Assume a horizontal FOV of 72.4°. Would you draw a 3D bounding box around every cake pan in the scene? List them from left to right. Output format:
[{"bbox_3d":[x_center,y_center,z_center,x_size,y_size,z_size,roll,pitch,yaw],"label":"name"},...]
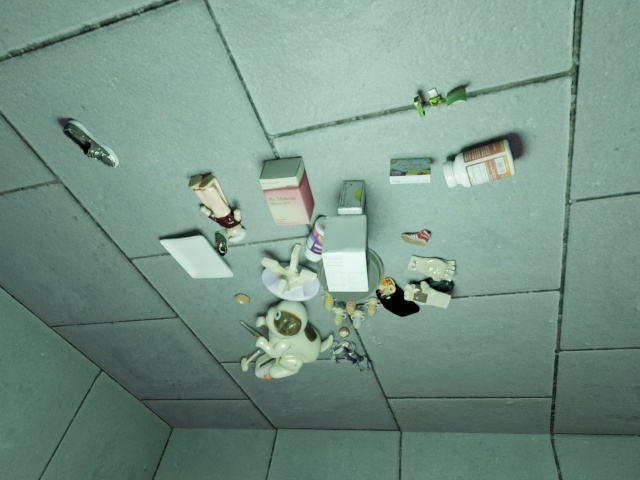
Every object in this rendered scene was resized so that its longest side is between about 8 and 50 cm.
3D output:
[{"bbox_3d":[0.130,0.154,1.944,0.292,0.054,0.294,2,115,4],"label":"cake pan"}]

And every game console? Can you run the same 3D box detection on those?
[{"bbox_3d":[0.451,0.255,2.054,0.361,0.044,0.213,-25,126,32],"label":"game console"}]

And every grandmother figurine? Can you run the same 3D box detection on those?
[{"bbox_3d":[-0.407,-0.119,1.829,0.207,0.104,0.342,17,146,36],"label":"grandmother figurine"}]

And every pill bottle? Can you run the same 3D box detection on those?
[{"bbox_3d":[0.000,0.000,1.846,0.108,0.108,0.194,20,135,-8],"label":"pill bottle"},{"bbox_3d":[0.533,-0.251,1.476,0.216,0.121,0.121,-14,130,24],"label":"pill bottle"}]

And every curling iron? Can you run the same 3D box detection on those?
[{"bbox_3d":[-0.375,0.546,2.520,0.068,0.035,0.274,-21,127,29],"label":"curling iron"}]

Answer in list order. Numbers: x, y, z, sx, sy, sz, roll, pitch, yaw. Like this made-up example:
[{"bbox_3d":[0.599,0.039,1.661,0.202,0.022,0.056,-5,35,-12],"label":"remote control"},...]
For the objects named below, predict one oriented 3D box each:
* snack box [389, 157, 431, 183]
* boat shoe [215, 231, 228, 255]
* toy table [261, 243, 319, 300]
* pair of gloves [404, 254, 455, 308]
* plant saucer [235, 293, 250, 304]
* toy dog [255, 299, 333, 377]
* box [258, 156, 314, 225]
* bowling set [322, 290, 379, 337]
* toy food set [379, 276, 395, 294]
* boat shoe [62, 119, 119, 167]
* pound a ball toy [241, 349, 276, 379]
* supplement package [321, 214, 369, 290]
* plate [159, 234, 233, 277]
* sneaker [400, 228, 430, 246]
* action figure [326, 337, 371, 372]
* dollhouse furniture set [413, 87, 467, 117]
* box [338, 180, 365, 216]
[{"bbox_3d":[0.315,-0.245,1.540,0.141,0.100,0.037,-1,135,12],"label":"snack box"},{"bbox_3d":[-0.456,0.017,2.007,0.048,0.042,0.133,5,134,10],"label":"boat shoe"},{"bbox_3d":[-0.139,0.158,1.955,0.274,0.252,0.161,6,150,6],"label":"toy table"},{"bbox_3d":[0.479,0.182,1.931,0.204,0.042,0.240,8,112,11],"label":"pair of gloves"},{"bbox_3d":[-0.407,0.306,2.302,0.083,0.015,0.083,6,136,6],"label":"plant saucer"},{"bbox_3d":[-0.149,0.479,2.238,0.395,0.285,0.408,-1,132,12],"label":"toy dog"},{"bbox_3d":[-0.124,-0.184,1.675,0.148,0.127,0.232,-3,134,15],"label":"box"},{"bbox_3d":[0.144,0.355,2.115,0.286,0.200,0.154,3,134,3],"label":"bowling set"},{"bbox_3d":[0.305,0.211,2.024,0.082,0.020,0.083,-27,82,32],"label":"toy food set"},{"bbox_3d":[-0.893,-0.360,1.696,0.080,0.076,0.229,-18,128,27],"label":"boat shoe"},{"bbox_3d":[-0.310,0.739,2.598,0.208,0.136,0.319,25,135,-32],"label":"pound a ball toy"},{"bbox_3d":[0.097,0.046,1.572,0.149,0.194,0.203,-2,135,9],"label":"supplement package"},{"bbox_3d":[-0.574,0.073,2.059,0.277,0.045,0.277,-5,133,31],"label":"plate"},{"bbox_3d":[0.395,-0.019,1.800,0.118,0.067,0.042,20,147,37],"label":"sneaker"},{"bbox_3d":[0.158,0.646,2.468,0.285,0.099,0.185,35,136,-18],"label":"action figure"},{"bbox_3d":[0.370,-0.441,1.351,0.151,0.076,0.059,-16,130,26],"label":"dollhouse furniture set"},{"bbox_3d":[0.133,-0.069,1.707,0.087,0.169,0.290,1,134,11],"label":"box"}]
